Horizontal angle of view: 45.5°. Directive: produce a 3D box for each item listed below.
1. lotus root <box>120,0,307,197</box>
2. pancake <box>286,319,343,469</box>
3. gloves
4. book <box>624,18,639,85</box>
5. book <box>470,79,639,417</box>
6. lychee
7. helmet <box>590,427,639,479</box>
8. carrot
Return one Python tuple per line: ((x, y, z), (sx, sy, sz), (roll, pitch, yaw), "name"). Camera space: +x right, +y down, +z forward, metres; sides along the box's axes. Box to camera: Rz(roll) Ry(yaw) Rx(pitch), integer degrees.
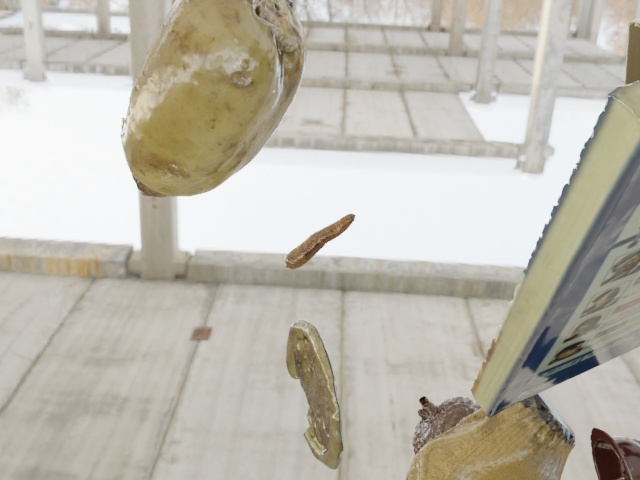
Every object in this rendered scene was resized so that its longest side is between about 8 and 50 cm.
((-0.115, -0.140, 0.770), (0.160, 0.284, 0.146), (-11, -116, -47), "lotus root")
((-0.007, 0.236, 1.185), (0.029, 0.212, 0.235), (-10, -113, -19), "pancake")
((0.188, 0.340, 0.981), (0.155, 0.356, 0.203), (29, 173, 40), "gloves")
((0.409, -0.064, 0.800), (0.021, 0.310, 0.217), (-24, -148, -27), "book")
((0.271, -0.007, 0.543), (0.300, 0.428, 0.039), (-22, -118, -12), "book")
((0.299, 0.442, 1.696), (0.238, 0.200, 0.200), (52, -145, 3), "lychee")
((0.363, 0.264, 0.886), (0.057, 0.111, 0.089), (-14, -171, -5), "helmet")
((-0.001, -0.001, 1.366), (0.035, 0.165, 0.036), (43, -159, -21), "carrot")
